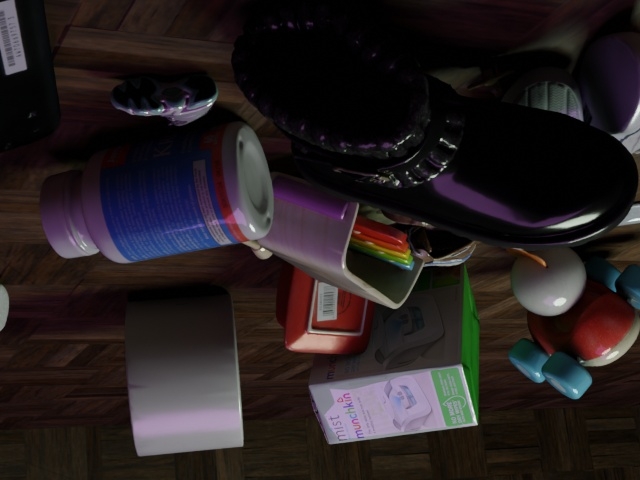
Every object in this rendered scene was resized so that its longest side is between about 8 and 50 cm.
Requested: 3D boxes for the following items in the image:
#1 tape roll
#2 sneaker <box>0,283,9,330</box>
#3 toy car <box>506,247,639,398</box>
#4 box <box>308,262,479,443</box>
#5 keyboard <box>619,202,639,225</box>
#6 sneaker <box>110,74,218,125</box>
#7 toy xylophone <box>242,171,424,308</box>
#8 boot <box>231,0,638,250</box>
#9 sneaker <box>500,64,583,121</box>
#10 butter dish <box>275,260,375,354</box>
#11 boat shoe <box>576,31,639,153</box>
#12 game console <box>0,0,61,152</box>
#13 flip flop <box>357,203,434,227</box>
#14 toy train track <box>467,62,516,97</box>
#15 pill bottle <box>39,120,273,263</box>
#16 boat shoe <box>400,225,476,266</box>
[{"bbox_3d":[-0.213,0.213,1.846,0.169,0.246,0.246,-4,164,-5],"label":"tape roll"},{"bbox_3d":[-0.527,0.073,1.579,0.126,0.091,0.240,8,169,18],"label":"sneaker"},{"bbox_3d":[0.355,0.075,1.776,0.238,0.219,0.210,46,172,-18],"label":"toy car"},{"bbox_3d":[0.119,0.171,1.776,0.231,0.262,0.126,-9,120,15],"label":"box"},{"bbox_3d":[0.509,-0.050,1.626,0.256,0.014,0.072,-9,158,9],"label":"keyboard"},{"bbox_3d":[-0.146,-0.124,1.084,0.098,0.038,0.069,-2,163,-11],"label":"sneaker"},{"bbox_3d":[0.000,0.000,1.415,0.236,0.081,0.323,20,174,15],"label":"toy xylophone"},{"bbox_3d":[0.109,-0.094,1.009,0.348,0.131,0.260,8,166,10],"label":"boot"},{"bbox_3d":[0.218,-0.099,1.225,0.094,0.091,0.258,4,143,2],"label":"sneaker"},{"bbox_3d":[-0.007,0.076,1.677,0.160,0.160,0.118,7,-178,-39],"label":"butter dish"},{"bbox_3d":[0.302,-0.140,1.130,0.084,0.095,0.258,-17,170,-3],"label":"boat shoe"},{"bbox_3d":[-0.368,-0.127,0.839,0.342,0.060,0.386,-21,164,-15],"label":"game console"},{"bbox_3d":[0.108,-0.048,1.356,0.112,0.080,0.277,4,164,-19],"label":"flip flop"},{"bbox_3d":[0.168,-0.157,1.134,0.048,0.014,0.083,-18,167,14],"label":"toy train track"},{"bbox_3d":[-0.170,-0.044,1.198,0.221,0.124,0.124,-10,163,13],"label":"pill bottle"},{"bbox_3d":[0.128,0.006,1.600,0.183,0.066,0.066,-11,161,-18],"label":"boat shoe"}]
